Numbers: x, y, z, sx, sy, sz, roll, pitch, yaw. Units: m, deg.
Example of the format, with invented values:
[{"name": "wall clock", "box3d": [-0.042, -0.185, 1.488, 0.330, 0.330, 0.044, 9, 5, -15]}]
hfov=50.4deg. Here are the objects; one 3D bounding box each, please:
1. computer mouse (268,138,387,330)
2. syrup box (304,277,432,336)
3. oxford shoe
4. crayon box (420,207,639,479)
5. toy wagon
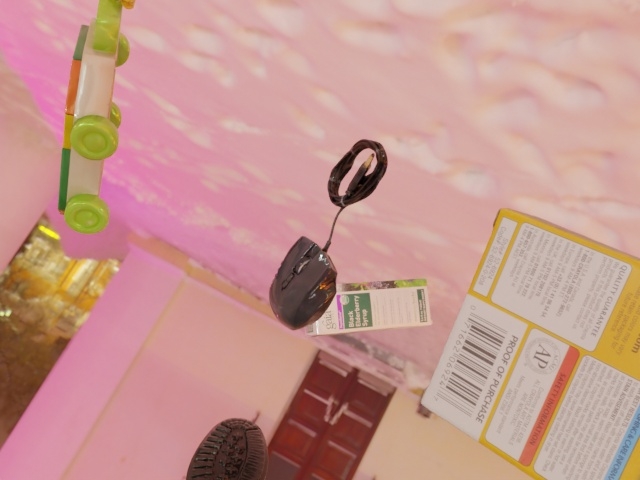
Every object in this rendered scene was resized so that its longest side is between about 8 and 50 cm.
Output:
[{"name": "computer mouse", "box3d": [0.000, 0.000, 0.699, 0.041, 0.242, 0.071, -5, -140, -41]}, {"name": "syrup box", "box3d": [0.088, 0.131, 1.327, 0.236, 0.093, 0.096, -2, 170, -18]}, {"name": "oxford shoe", "box3d": [-0.106, 0.290, 0.714, 0.082, 0.227, 0.096, 10, 128, -2]}, {"name": "crayon box", "box3d": [0.261, 0.125, 0.553, 0.323, 0.203, 0.083, 29, -167, 39]}, {"name": "toy wagon", "box3d": [-0.299, -0.188, 0.912, 0.068, 0.267, 0.344, 7, 129, -17]}]
